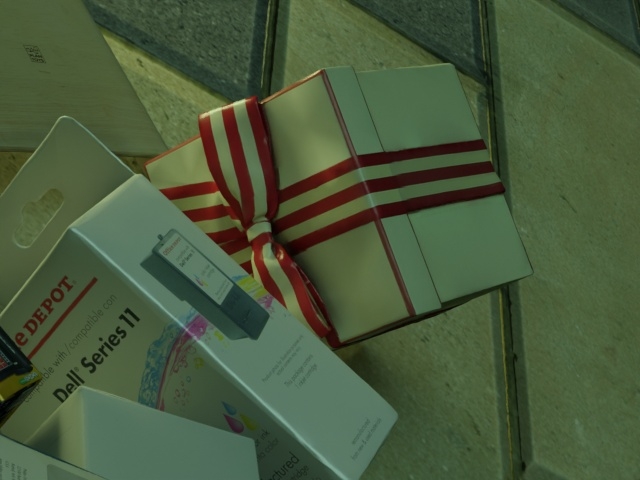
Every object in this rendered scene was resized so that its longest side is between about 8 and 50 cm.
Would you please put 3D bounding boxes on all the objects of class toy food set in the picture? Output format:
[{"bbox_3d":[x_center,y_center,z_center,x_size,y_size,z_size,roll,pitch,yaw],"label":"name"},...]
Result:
[{"bbox_3d":[-0.288,-0.143,1.510,0.306,0.092,0.219,-1,56,-57],"label":"toy food set"}]

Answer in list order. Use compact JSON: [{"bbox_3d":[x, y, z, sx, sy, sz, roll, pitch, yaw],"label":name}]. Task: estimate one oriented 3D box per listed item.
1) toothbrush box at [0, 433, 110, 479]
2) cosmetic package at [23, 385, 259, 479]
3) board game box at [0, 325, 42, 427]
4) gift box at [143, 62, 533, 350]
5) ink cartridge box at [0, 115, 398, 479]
[{"bbox_3d":[-0.202,0.286,0.891,0.126,0.295,0.216,28,17,-22],"label":"toothbrush box"},{"bbox_3d":[-0.133,0.305,1.075,0.155,0.197,0.365,21,39,-32],"label":"cosmetic package"},{"bbox_3d":[-0.290,0.098,1.160,0.141,0.170,0.048,47,35,7],"label":"board game box"},{"bbox_3d":[0.000,0.000,1.508,0.258,0.276,0.255,-12,75,-55],"label":"gift box"},{"bbox_3d":[-0.142,0.098,1.279,0.353,0.207,0.119,43,32,0],"label":"ink cartridge box"}]
